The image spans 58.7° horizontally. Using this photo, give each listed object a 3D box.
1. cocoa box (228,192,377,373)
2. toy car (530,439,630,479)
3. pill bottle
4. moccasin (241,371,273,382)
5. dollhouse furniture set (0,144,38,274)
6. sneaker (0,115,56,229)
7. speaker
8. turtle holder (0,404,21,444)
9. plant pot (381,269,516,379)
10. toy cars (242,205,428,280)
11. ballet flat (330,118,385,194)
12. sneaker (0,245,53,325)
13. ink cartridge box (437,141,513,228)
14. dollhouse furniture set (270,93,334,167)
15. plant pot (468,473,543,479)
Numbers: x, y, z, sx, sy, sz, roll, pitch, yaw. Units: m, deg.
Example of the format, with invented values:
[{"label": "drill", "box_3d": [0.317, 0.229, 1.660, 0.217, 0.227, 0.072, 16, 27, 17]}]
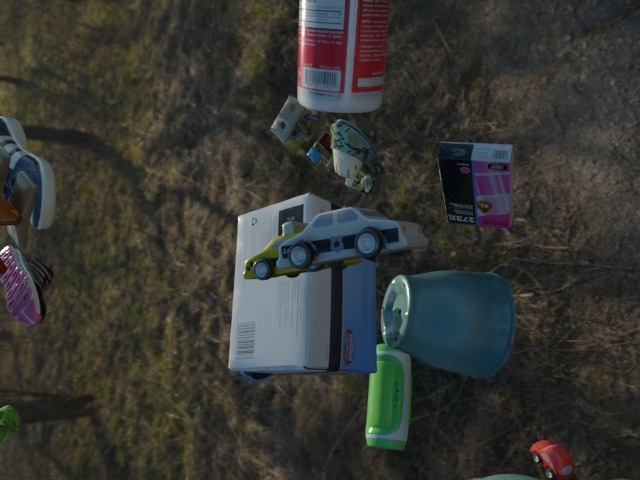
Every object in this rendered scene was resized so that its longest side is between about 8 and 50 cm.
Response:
[{"label": "cocoa box", "box_3d": [-0.030, 0.111, 1.228, 0.231, 0.228, 0.347, -13, 69, 40]}, {"label": "toy car", "box_3d": [0.565, 0.513, 1.177, 0.239, 0.224, 0.053, -70, -18, -57]}, {"label": "pill bottle", "box_3d": [0.059, -0.545, 1.444, 0.229, 0.229, 0.408, 38, 131, 53]}, {"label": "moccasin", "box_3d": [-0.069, 0.208, 1.436, 0.137, 0.342, 0.117, 16, 137, 31]}, {"label": "dollhouse furniture set", "box_3d": [-0.418, -0.037, 0.574, 0.259, 0.262, 0.135, 39, 116, 28]}, {"label": "sneaker", "box_3d": [-0.633, -0.133, 1.109, 0.350, 0.148, 0.131, 41, 120, 35]}, {"label": "speaker", "box_3d": [0.206, 0.469, 1.716, 0.131, 0.131, 0.297, -24, 54, 52]}, {"label": "turtle holder", "box_3d": [-0.874, 0.372, 1.356, 0.227, 0.320, 0.244, 22, 101, 56]}, {"label": "plant pot", "box_3d": [0.299, 0.192, 1.423, 0.271, 0.255, 0.272, -169, 90, -77]}, {"label": "toy cars", "box_3d": [0.000, 0.000, 0.831, 0.393, 0.176, 0.087, 159, 104, -69]}, {"label": "ballet flat", "box_3d": [0.053, -0.113, 0.848, 0.070, 0.188, 0.070, -6, 73, 21]}, {"label": "sneaker", "box_3d": [-0.466, 0.074, 0.924, 0.063, 0.074, 0.170, -52, 54, 9]}, {"label": "ink cartridge box", "box_3d": [0.421, -0.120, 1.521, 0.175, 0.371, 0.069, 7, 62, 22]}, {"label": "dollhouse furniture set", "box_3d": [-0.021, -0.318, 1.660, 0.184, 0.129, 0.129, 47, 124, 19]}, {"label": "plant pot", "box_3d": [0.476, 0.650, 1.259, 0.196, 0.293, 0.293, -28, 56, 19]}]
